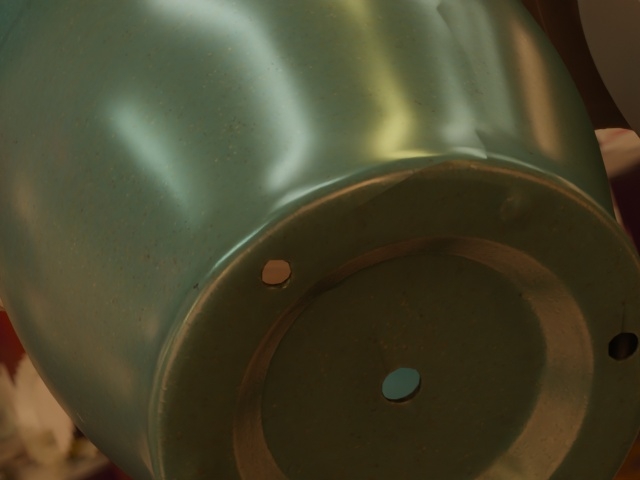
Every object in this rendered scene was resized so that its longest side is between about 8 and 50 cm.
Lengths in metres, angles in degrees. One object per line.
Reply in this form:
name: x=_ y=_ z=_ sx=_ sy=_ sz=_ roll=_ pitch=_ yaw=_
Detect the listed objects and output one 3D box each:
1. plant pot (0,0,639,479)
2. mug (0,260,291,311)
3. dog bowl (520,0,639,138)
plant pot: x=0.000 y=0.000 z=0.665 sx=0.271 sy=0.272 sz=0.255 roll=-21 pitch=30 yaw=-7
mug: x=-0.132 y=-0.060 z=1.151 sx=0.328 sy=0.374 sz=0.276 roll=-10 pitch=59 yaw=16
dog bowl: x=0.274 y=-0.122 z=1.052 sx=0.102 sy=0.349 sz=0.349 roll=-36 pitch=17 yaw=-19
